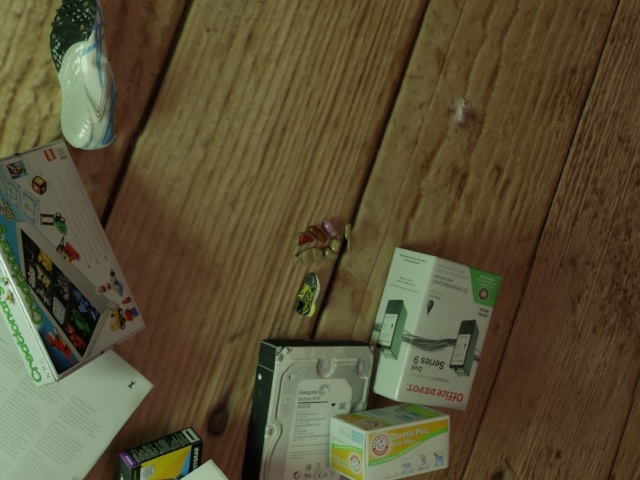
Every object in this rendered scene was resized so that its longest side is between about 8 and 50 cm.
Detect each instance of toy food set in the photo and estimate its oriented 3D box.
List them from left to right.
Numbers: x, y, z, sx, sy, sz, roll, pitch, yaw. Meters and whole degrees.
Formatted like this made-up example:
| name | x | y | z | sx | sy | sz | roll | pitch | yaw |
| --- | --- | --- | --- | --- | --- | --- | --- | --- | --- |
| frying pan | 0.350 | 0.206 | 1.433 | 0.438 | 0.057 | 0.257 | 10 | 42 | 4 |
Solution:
| name | x | y | z | sx | sy | sz | roll | pitch | yaw |
| --- | --- | --- | --- | --- | --- | --- | --- | --- | --- |
| toy food set | 0.000 | 0.000 | 1.667 | 0.122 | 0.019 | 0.078 | -7 | 102 | -29 |

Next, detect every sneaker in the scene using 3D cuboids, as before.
| name | x | y | z | sx | sy | sz | roll | pitch | yaw |
| --- | --- | --- | --- | --- | --- | --- | --- | --- | --- |
| sneaker | -0.341 | -0.253 | 1.330 | 0.086 | 0.085 | 0.237 | -12 | 103 | -63 |
| sneaker | -0.024 | 0.100 | 1.657 | 0.035 | 0.031 | 0.083 | 3 | 96 | -37 |

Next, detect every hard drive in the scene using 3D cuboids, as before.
| name | x | y | z | sx | sy | sz | roll | pitch | yaw |
| --- | --- | --- | --- | --- | --- | --- | --- | --- | --- |
| hard drive | -0.023 | 0.355 | 1.685 | 0.237 | 0.064 | 0.339 | 6 | 94 | -38 |

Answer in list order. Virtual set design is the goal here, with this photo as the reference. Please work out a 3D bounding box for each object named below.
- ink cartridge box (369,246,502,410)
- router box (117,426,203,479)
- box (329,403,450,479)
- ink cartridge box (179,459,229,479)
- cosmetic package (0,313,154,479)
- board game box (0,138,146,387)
| name | x | y | z | sx | sy | sz | roll | pitch | yaw |
| --- | --- | --- | --- | --- | --- | --- | --- | --- | --- |
| ink cartridge box | 0.221 | 0.180 | 1.801 | 0.211 | 0.121 | 0.289 | 15 | 89 | -38 |
| router box | -0.266 | 0.405 | 1.485 | 0.133 | 0.046 | 0.179 | -14 | 126 | -34 |
| box | 0.130 | 0.377 | 1.685 | 0.203 | 0.114 | 0.103 | -2 | 96 | -33 |
| ink cartridge box | -0.206 | 0.509 | 1.499 | 0.172 | 0.100 | 0.237 | -30 | 135 | -24 |
| cosmetic package | -0.465 | 0.210 | 1.299 | 0.284 | 0.097 | 0.377 | -52 | 124 | -17 |
| board game box | -0.380 | 0.026 | 1.269 | 0.193 | 0.053 | 0.305 | -33 | 103 | -55 |
